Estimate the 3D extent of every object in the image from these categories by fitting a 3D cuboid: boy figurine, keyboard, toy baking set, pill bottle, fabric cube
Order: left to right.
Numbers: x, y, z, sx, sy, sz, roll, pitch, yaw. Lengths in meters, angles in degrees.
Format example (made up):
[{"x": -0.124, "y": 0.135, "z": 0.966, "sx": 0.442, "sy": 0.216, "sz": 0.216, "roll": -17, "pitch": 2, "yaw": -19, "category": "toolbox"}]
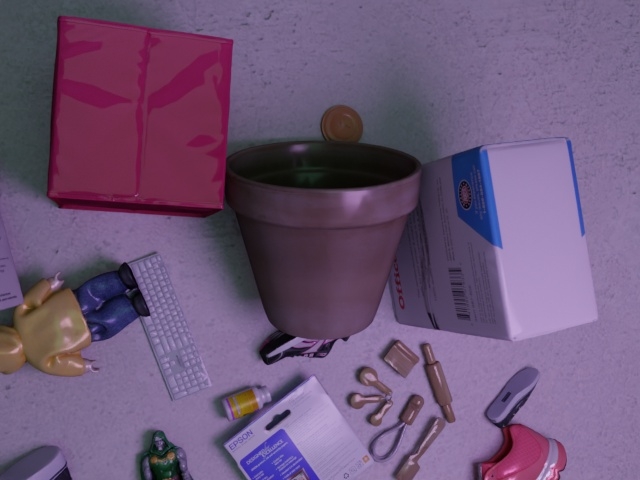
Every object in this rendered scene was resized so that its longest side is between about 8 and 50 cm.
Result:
[{"x": -0.422, "y": 0.146, "z": 1.157, "sx": 0.285, "sy": 0.092, "sz": 0.177, "roll": -27, "pitch": 93, "yaw": -13, "category": "boy figurine"}, {"x": -0.288, "y": -0.176, "z": 1.132, "sx": 0.259, "sy": 0.254, "sz": 0.258, "roll": 4, "pitch": 88, "yaw": -17, "category": "fabric cube"}, {"x": -0.269, "y": 0.152, "z": 1.247, "sx": 0.072, "sy": 0.014, "sz": 0.255, "roll": -21, "pitch": 93, "yaw": -16, "category": "keyboard"}, {"x": -0.131, "y": 0.287, "z": 1.265, "sx": 0.083, "sy": 0.043, "sz": 0.043, "roll": -19, "pitch": 93, "yaw": -16, "category": "pill bottle"}, {"x": 0.163, "y": 0.321, "z": 1.362, "sx": 0.197, "sy": 0.030, "sz": 0.256, "roll": -24, "pitch": 94, "yaw": -13, "category": "toy baking set"}]

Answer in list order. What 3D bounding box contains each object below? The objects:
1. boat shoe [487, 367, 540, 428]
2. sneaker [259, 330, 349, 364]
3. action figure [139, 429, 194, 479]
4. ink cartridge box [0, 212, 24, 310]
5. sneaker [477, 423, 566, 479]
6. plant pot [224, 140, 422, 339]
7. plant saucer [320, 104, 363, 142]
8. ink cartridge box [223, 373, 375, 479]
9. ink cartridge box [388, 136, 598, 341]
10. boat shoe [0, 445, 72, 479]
[{"x": 0.388, "y": 0.314, "z": 1.420, "sx": 0.142, "sy": 0.049, "sz": 0.040, "roll": -43, "pitch": 118, "yaw": -12, "category": "boat shoe"}, {"x": -0.020, "y": 0.187, "z": 1.292, "sx": 0.178, "sy": 0.072, "sz": 0.077, "roll": -25, "pitch": 106, "yaw": -10, "category": "sneaker"}, {"x": -0.255, "y": 0.439, "z": 1.217, "sx": 0.137, "sy": 0.063, "sz": 0.232, "roll": -13, "pitch": 88, "yaw": -12, "category": "action figure"}, {"x": -0.602, "y": -0.012, "z": 1.067, "sx": 0.211, "sy": 0.121, "sz": 0.289, "roll": -15, "pitch": 92, "yaw": 7, "category": "ink cartridge box"}, {"x": 0.344, "y": 0.497, "z": 1.378, "sx": 0.136, "sy": 0.116, "sz": 0.313, "roll": 35, "pitch": 72, "yaw": -2, "category": "sneaker"}, {"x": 0.000, "y": 0.000, "z": 1.198, "sx": 0.324, "sy": 0.323, "sz": 0.280, "roll": -5, "pitch": 112, "yaw": -17, "category": "plant pot"}, {"x": 0.042, "y": -0.216, "z": 1.353, "sx": 0.084, "sy": 0.013, "sz": 0.083, "roll": 1, "pitch": 88, "yaw": -17, "category": "plant saucer"}, {"x": -0.038, "y": 0.380, "z": 1.288, "sx": 0.206, "sy": 0.045, "sz": 0.208, "roll": -35, "pitch": 99, "yaw": -14, "category": "ink cartridge box"}, {"x": 0.257, "y": 0.002, "z": 1.212, "sx": 0.166, "sy": 0.395, "sz": 0.285, "roll": -9, "pitch": 91, "yaw": -19, "category": "ink cartridge box"}, {"x": -0.499, "y": 0.438, "z": 1.070, "sx": 0.301, "sy": 0.108, "sz": 0.102, "roll": -38, "pitch": 115, "yaw": -54, "category": "boat shoe"}]
